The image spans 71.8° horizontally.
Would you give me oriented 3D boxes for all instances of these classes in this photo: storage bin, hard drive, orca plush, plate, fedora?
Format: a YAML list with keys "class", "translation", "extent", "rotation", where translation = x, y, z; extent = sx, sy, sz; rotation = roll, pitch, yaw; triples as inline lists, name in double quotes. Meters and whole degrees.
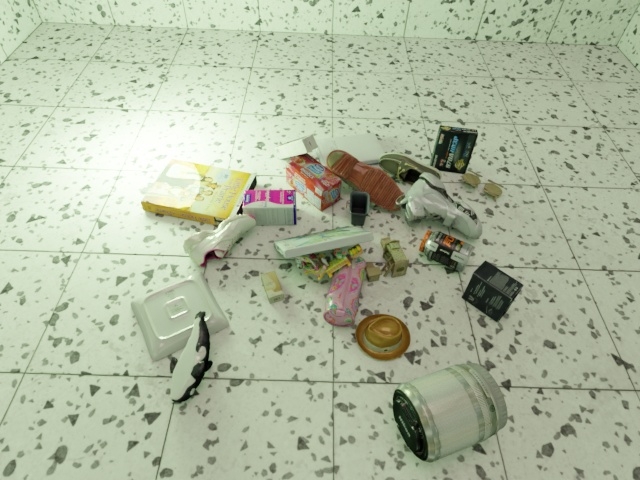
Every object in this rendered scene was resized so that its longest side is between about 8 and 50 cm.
- class: "storage bin"
  translation: [0.158, -0.131, 1.899]
  extent: [0.098, 0.091, 0.135]
  rotation: [4, 49, 1]
- class: "hard drive"
  translation: [0.145, -0.444, 2.200]
  extent: [0.318, 0.040, 0.210]
  rotation: [-9, 51, -10]
- class: "orca plush"
  translation: [-0.403, 0.384, 1.445]
  extent: [0.151, 0.102, 0.287]
  rotation: [-22, 51, 23]
- class: "plate"
  translation: [-0.507, 0.250, 1.573]
  extent: [0.277, 0.045, 0.278]
  rotation: [-24, 55, -21]
- class: "fedora"
  translation: [0.219, 0.317, 1.525]
  extent: [0.194, 0.079, 0.194]
  rotation: [1, 49, -1]

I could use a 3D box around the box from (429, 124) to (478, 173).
- class: "box"
  translation: [0.626, -0.428, 2.089]
  extent: [0.175, 0.220, 0.051]
  rotation: [9, 45, 4]

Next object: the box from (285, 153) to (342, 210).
- class: "box"
  translation: [-0.034, -0.267, 1.982]
  extent: [0.122, 0.128, 0.257]
  rotation: [-33, 58, -27]

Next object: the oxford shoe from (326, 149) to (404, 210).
- class: "oxford shoe"
  translation: [0.207, -0.271, 1.992]
  extent: [0.397, 0.146, 0.140]
  rotation: [38, 93, 5]

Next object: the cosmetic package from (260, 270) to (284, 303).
- class: "cosmetic package"
  translation: [-0.180, 0.173, 1.655]
  extent: [0.060, 0.041, 0.115]
  rotation: [-16, 52, -15]

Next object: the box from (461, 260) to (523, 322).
- class: "box"
  translation: [0.621, 0.185, 1.605]
  extent: [0.158, 0.156, 0.093]
  rotation: [37, 57, 26]

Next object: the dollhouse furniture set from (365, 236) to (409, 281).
- class: "dollhouse furniture set"
  translation: [0.235, 0.051, 1.739]
  extent: [0.161, 0.101, 0.182]
  rotation: [-10, 51, -11]

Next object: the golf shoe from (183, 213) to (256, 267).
- class: "golf shoe"
  translation: [-0.382, 0.002, 1.762]
  extent: [0.306, 0.115, 0.140]
  rotation: [-28, 66, -16]

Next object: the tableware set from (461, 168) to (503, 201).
- class: "tableware set"
  translation: [0.752, -0.253, 2.067]
  extent: [0.194, 0.039, 0.128]
  rotation: [30, 43, 14]

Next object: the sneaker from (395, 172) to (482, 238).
- class: "sneaker"
  translation: [0.493, -0.106, 1.871]
  extent: [0.210, 0.137, 0.366]
  rotation: [-37, 72, -13]

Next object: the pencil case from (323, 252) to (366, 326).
- class: "pencil case"
  translation: [0.092, 0.175, 1.616]
  extent: [0.124, 0.124, 0.284]
  rotation: [12, 51, 8]

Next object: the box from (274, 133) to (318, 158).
- class: "box"
  translation: [-0.118, -0.428, 2.035]
  extent: [0.063, 0.067, 0.324]
  rotation: [-31, 17, -22]

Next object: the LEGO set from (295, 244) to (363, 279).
- class: "LEGO set"
  translation: [0.009, 0.059, 1.632]
  extent: [0.287, 0.107, 0.132]
  rotation: [-9, 44, 36]

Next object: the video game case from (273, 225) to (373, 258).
- class: "video game case"
  translation: [0.000, 0.000, 1.693]
  extent: [0.329, 0.036, 0.300]
  rotation: [-11, 9, -12]

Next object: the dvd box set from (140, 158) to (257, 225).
- class: "dvd box set"
  translation: [-0.528, -0.215, 1.959]
  extent: [0.420, 0.062, 0.308]
  rotation: [12, 50, 8]

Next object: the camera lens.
- class: "camera lens"
  translation: [0.365, 0.494, 1.286]
  extent: [0.274, 0.219, 0.219]
  rotation: [-14, 52, -14]

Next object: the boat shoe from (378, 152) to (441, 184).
- class: "boat shoe"
  translation: [0.409, -0.322, 2.063]
  extent: [0.305, 0.109, 0.091]
  rotation: [21, 47, 10]

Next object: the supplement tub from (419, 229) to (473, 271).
- class: "supplement tub"
  translation: [0.496, 0.037, 1.753]
  extent: [0.190, 0.117, 0.117]
  rotation: [25, 53, 17]

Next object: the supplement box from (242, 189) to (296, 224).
- class: "supplement box"
  translation: [-0.213, -0.140, 1.877]
  extent: [0.220, 0.114, 0.111]
  rotation: [-2, 50, -2]
